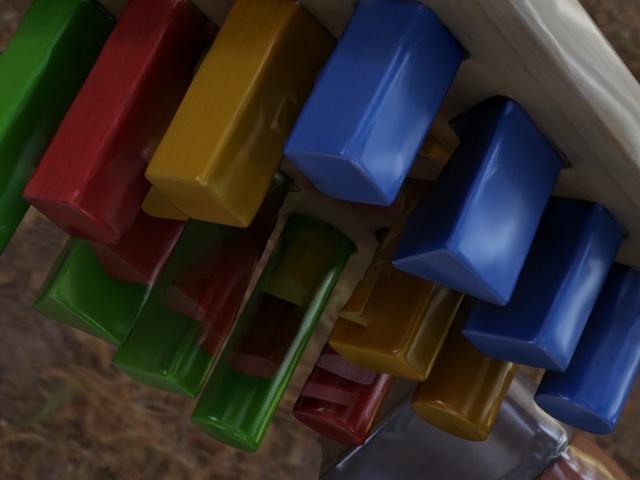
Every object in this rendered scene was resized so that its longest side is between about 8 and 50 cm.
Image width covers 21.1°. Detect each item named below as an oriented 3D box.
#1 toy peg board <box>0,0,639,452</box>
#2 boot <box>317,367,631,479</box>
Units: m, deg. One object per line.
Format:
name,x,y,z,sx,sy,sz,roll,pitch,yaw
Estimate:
toy peg board,0.000,0.000,0.403,0.161,0.160,0.079,42,67,-43
boot,0.052,0.209,0.599,0.264,0.096,0.280,-42,95,3
